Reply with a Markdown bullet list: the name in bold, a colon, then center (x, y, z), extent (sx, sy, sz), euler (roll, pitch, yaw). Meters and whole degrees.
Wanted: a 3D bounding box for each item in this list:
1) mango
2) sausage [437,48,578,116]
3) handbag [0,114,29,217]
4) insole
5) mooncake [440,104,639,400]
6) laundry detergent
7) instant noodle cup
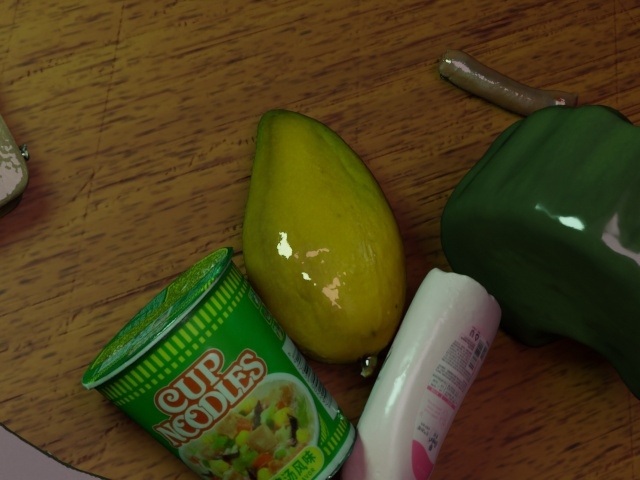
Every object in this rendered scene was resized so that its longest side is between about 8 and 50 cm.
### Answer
- **mango**: center (0.000, 0.000, 1.726), extent (0.176, 0.119, 0.317), euler (-7, 70, -18)
- **sausage**: center (0.219, -0.179, 1.879), extent (0.176, 0.040, 0.047), euler (20, 65, -13)
- **handbag**: center (-0.388, -0.101, 1.638), extent (0.151, 0.072, 0.193), euler (-31, 86, -23)
- **insole**: center (-0.261, 0.271, 1.622), extent (0.328, 0.007, 0.111), euler (33, 68, -8)
- **mooncake**: center (0.300, 0.007, 1.689), extent (0.351, 0.351, 0.187), euler (43, 72, -5)
- **laundry detergent**: center (0.089, 0.200, 1.694), extent (0.088, 0.159, 0.335), euler (18, 74, 27)
- **instant noodle cup**: center (-0.088, 0.155, 1.622), extent (0.233, 0.207, 0.207), euler (47, 67, -11)
